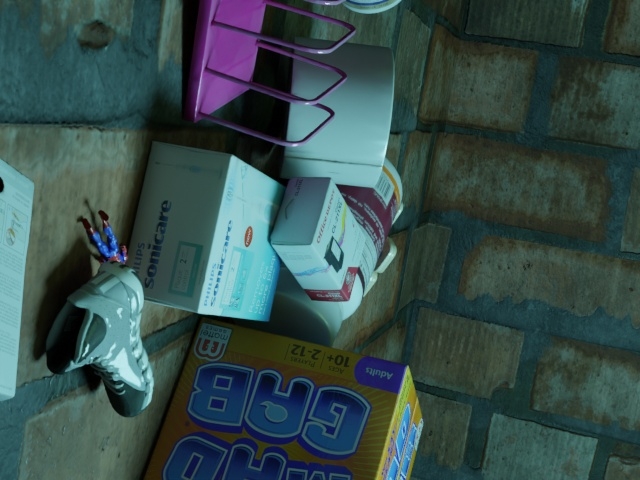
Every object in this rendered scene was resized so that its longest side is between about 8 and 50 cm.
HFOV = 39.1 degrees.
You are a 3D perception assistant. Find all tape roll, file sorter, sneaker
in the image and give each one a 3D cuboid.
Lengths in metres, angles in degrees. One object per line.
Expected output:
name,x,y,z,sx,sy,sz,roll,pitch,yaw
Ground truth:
tape roll,0.024,-0.219,1.553,0.246,0.169,0.246,-175,-90,-84
file sorter,-0.051,-0.305,1.277,0.202,0.182,0.291,-51,157,-59
sneaker,-0.279,0.145,1.101,0.132,0.086,0.229,-39,137,-49

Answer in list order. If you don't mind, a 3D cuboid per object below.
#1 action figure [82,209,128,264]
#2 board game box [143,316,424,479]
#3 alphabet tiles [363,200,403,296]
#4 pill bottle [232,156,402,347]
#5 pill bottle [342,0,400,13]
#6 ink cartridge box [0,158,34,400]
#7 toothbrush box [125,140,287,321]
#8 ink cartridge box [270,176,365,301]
action figure,-0.261,0.011,1.118,0.038,0.030,0.115,-33,148,-15
board game box,-0.049,0.387,1.520,0.356,0.356,0.357,69,35,-63
alphabet tiles,0.077,-0.017,1.914,0.278,0.021,0.284,-55,-145,26
pill bottle,-0.003,0.013,1.662,0.224,0.224,0.392,84,24,-46
pill bottle,0.083,-0.565,1.682,0.265,0.153,0.153,70,35,-61
ink cartridge box,-0.346,0.024,0.848,0.189,0.066,0.232,56,27,-68
toothbrush box,-0.153,-0.003,1.316,0.295,0.126,0.216,28,74,-72
ink cartridge box,0.000,0.000,1.421,0.175,0.072,0.127,57,42,-51
